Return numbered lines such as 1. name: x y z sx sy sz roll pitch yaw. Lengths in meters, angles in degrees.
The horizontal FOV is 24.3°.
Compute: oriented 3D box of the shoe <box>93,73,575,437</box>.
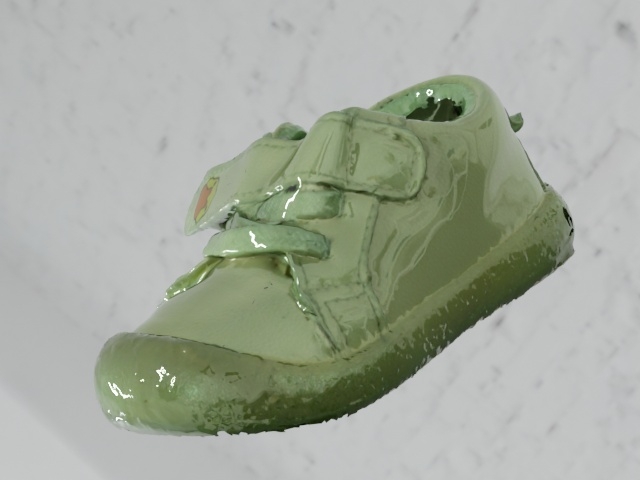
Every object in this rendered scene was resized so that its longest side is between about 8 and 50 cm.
1. shoe: 0.002 0.007 0.682 0.262 0.128 0.140 -23 -2 -35
